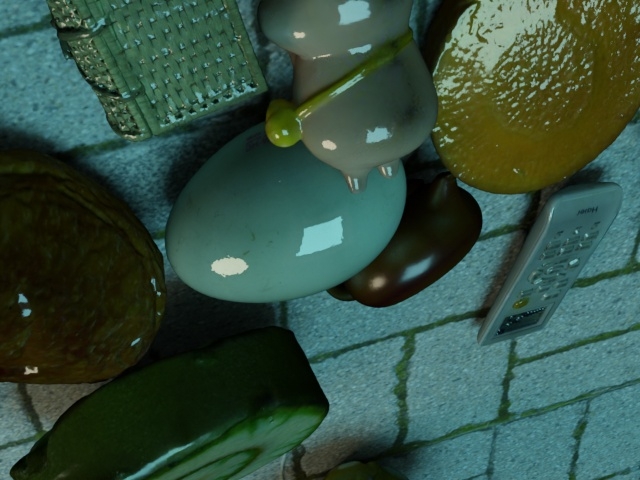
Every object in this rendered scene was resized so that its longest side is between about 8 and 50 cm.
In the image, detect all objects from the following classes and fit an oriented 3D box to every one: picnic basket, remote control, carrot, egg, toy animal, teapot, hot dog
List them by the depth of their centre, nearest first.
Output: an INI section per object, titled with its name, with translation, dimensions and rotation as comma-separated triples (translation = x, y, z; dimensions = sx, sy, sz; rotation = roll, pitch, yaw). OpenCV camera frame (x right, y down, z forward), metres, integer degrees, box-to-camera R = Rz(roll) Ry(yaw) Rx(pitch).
[picnic basket]
translation = -0.152, -0.201, 1.031
dimensions = 0.154, 0.134, 0.196
rotation = -21, 144, 1
[toy animal]
translation = 0.027, -0.165, 1.113
dimensions = 0.165, 0.149, 0.248
rotation = -37, 128, -43
[hot dog]
translation = -0.323, 0.043, 1.223
dimensions = 0.267, 0.174, 0.388
rotation = -38, 152, 23
[egg]
translation = -0.038, -0.029, 1.259
dimensions = 0.264, 0.182, 0.183
rotation = -25, 144, 16
[carrot]
translation = 0.223, -0.191, 1.277
dimensions = 0.258, 0.100, 0.307
rotation = -10, 134, -13
[teapot]
translation = 0.078, -0.004, 1.411
dimensions = 0.252, 0.135, 0.178
rotation = -31, -178, 44
[remote control]
translation = 0.289, 0.029, 1.610
dimensions = 0.109, 0.055, 0.313
rotation = -13, 147, -23

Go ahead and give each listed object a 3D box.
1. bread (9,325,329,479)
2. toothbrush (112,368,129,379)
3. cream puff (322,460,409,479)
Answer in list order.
[bread]
translation = -0.173, 0.234, 1.486
dimensions = 0.366, 0.129, 0.382
rotation = -31, 163, 8
[toothbrush]
translation = -0.248, 0.173, 1.532
dimensions = 0.024, 0.029, 0.354
rotation = -7, 143, 3
[cream puff]
translation = 0.076, 0.496, 1.829
dimensions = 0.378, 0.378, 0.275
rotation = -3, 146, -24
